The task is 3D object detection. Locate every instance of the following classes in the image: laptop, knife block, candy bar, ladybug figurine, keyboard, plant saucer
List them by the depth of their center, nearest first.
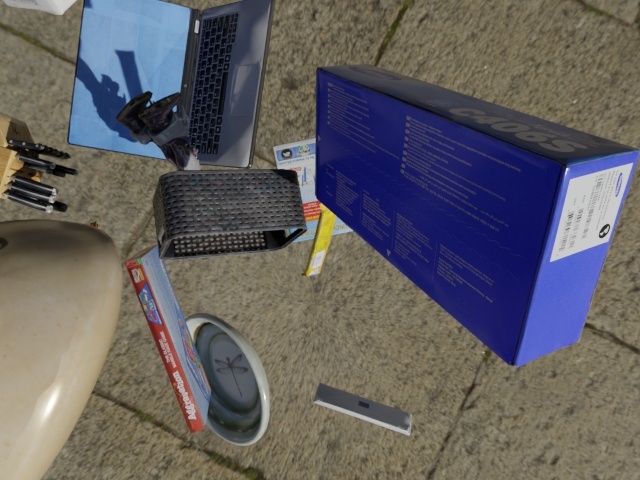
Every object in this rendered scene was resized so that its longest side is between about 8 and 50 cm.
[{"bbox_3d":[-0.342,0.126,0.483,0.162,0.449,0.305,29,47,-28],"label":"ladybug figurine"},{"bbox_3d":[0.000,0.000,0.832,0.040,0.161,0.018,-19,49,-37],"label":"candy bar"},{"bbox_3d":[-0.624,-0.116,0.993,0.276,0.088,0.242,-29,78,9],"label":"knife block"},{"bbox_3d":[-0.347,-0.379,1.146,0.408,0.236,0.382,11,95,39],"label":"laptop"},{"bbox_3d":[0.110,0.432,1.300,0.256,0.072,0.014,18,113,5],"label":"keyboard"},{"bbox_3d":[-0.266,0.387,1.462,0.100,0.400,0.400,-21,81,-46],"label":"plant saucer"}]

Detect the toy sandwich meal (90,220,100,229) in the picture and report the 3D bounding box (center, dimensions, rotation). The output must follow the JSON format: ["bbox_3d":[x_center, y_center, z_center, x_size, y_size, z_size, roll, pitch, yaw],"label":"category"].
[{"bbox_3d":[-0.728,-0.018,1.630,0.029,0.085,0.085,0,82,-24],"label":"toy sandwich meal"}]

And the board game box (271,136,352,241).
[{"bbox_3d":[0.032,-0.172,1.569,0.308,0.086,0.302,-10,95,4],"label":"board game box"}]

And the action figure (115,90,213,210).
[{"bbox_3d":[-0.243,-0.136,0.937,0.099,0.285,0.185,-45,48,-17],"label":"action figure"}]

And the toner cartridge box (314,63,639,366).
[{"bbox_3d":[0.100,-0.057,0.484,0.075,0.348,0.165,-12,122,-24],"label":"toner cartridge box"}]

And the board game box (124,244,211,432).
[{"bbox_3d":[-0.240,0.151,0.818,0.027,0.145,0.281,-18,99,-5],"label":"board game box"}]

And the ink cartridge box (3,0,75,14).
[{"bbox_3d":[-0.398,-0.545,0.729,0.130,0.272,0.309,18,62,20],"label":"ink cartridge box"}]

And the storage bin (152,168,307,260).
[{"bbox_3d":[-0.121,-0.034,0.668,0.180,0.122,0.084,-6,77,-26],"label":"storage bin"}]
